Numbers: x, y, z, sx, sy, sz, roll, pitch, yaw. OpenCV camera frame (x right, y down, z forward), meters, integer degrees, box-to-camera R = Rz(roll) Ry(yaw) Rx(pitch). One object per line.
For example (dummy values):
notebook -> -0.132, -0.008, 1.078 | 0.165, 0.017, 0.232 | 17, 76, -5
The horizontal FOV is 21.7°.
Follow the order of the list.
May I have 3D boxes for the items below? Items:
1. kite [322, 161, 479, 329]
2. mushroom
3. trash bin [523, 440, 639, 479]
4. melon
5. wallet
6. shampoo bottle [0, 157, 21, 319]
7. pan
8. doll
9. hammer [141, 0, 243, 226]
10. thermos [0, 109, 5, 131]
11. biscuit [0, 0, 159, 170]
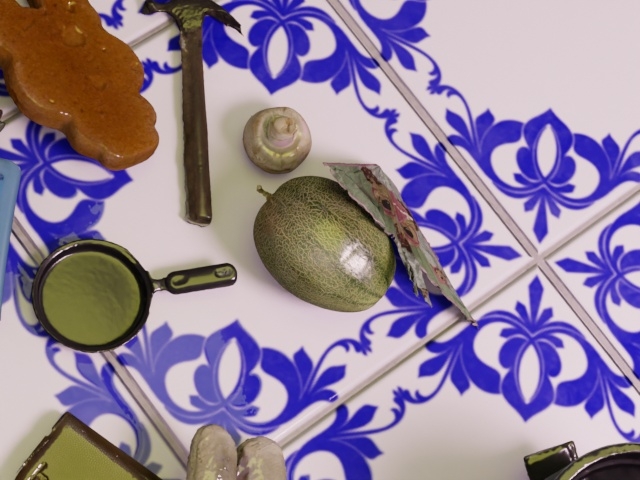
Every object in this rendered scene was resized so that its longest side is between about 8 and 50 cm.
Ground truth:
kite -> 0.094, -0.013, 1.921 | 0.323, 0.013, 0.267 | 46, 18, -32
mushroom -> -0.051, -0.121, 1.982 | 0.084, 0.067, 0.083 | 6, 61, -10
trash bin -> 0.308, 0.336, 1.763 | 0.217, 0.262, 0.277 | -20, 77, -8
melon -> 0.000, 0.000, 1.909 | 0.192, 0.139, 0.139 | 40, 67, 4
wallet -> -0.229, 0.284, 1.810 | 0.198, 0.031, 0.110 | 36, 67, 3
shampoo bottle -> -0.399, 0.031, 1.852 | 0.104, 0.061, 0.258 | 7, 69, -9
pan -> -0.211, 0.058, 1.900 | 0.235, 0.028, 0.136 | -8, 72, -12
doll -> -0.087, 0.331, 1.758 | 0.175, 0.149, 0.278 | 3, 69, -11
hammer -> -0.151, -0.158, 1.996 | 0.125, 0.027, 0.297 | 0, 69, -7
thermos -> -0.449, -0.204, 1.916 | 0.232, 0.099, 0.124 | 42, 34, 4
biscuit -> -0.300, -0.205, 1.951 | 0.186, 0.044, 0.295 | -23, 74, -39
